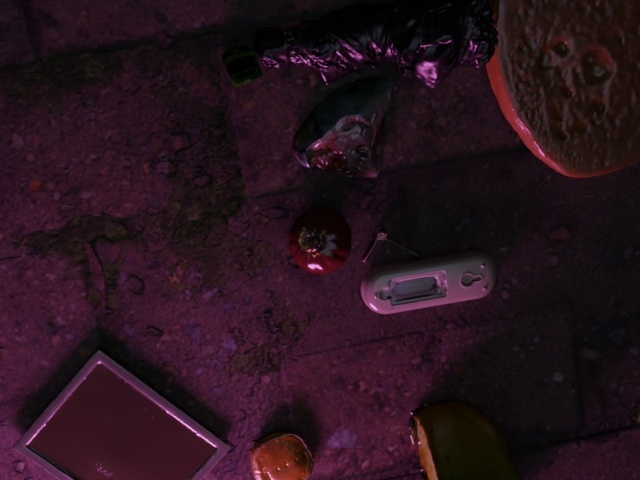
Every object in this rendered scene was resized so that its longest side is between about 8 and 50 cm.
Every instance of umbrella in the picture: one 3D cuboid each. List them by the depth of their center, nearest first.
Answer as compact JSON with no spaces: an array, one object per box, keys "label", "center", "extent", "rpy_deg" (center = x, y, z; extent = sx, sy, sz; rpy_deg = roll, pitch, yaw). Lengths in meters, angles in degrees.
[{"label":"umbrella","center":[0.082,-0.274,1.332],"extent":[0.336,0.128,0.155],"rpy_deg":[-17,83,5]}]

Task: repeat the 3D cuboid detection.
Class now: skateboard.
[{"label":"skateboard","center":[0.113,0.021,1.457],"extent":[0.083,0.032,0.064],"rpy_deg":[25,110,-11]}]

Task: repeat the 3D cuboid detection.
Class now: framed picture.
[{"label":"framed picture","center":[-0.313,0.327,1.484],"extent":[0.273,0.016,0.216],"rpy_deg":[41,95,-15]}]

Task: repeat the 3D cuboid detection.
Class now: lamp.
[{"label":"lamp","center":[0.000,0.000,1.404],"extent":[0.101,0.090,0.101],"rpy_deg":[0,89,25]}]

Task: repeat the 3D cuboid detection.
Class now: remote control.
[{"label":"remote control","center":[0.173,0.066,1.467],"extent":[0.221,0.042,0.078],"rpy_deg":[-9,104,-5]}]

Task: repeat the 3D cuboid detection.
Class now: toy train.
[{"label":"toy train","center":[-0.109,-0.242,1.263],"extent":[0.044,0.209,0.042],"rpy_deg":[-23,105,-1]}]

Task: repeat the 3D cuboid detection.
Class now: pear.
[{"label":"pear","center":[0.247,0.394,1.455],"extent":[0.163,0.255,0.239],"rpy_deg":[-10,101,-3]}]

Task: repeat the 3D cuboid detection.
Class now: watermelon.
[{"label":"watermelon","center":[0.057,-0.155,1.384],"extent":[0.187,0.071,0.139],"rpy_deg":[-38,110,3]}]

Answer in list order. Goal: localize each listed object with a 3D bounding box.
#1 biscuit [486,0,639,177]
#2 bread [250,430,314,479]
[{"label":"biscuit","center":[0.425,-0.296,1.395],"extent":[0.364,0.062,0.385],"rpy_deg":[-16,105,-3]},{"label":"bread","center":[-0.063,0.361,1.521],"extent":[0.110,0.024,0.110],"rpy_deg":[-2,104,-6]}]
